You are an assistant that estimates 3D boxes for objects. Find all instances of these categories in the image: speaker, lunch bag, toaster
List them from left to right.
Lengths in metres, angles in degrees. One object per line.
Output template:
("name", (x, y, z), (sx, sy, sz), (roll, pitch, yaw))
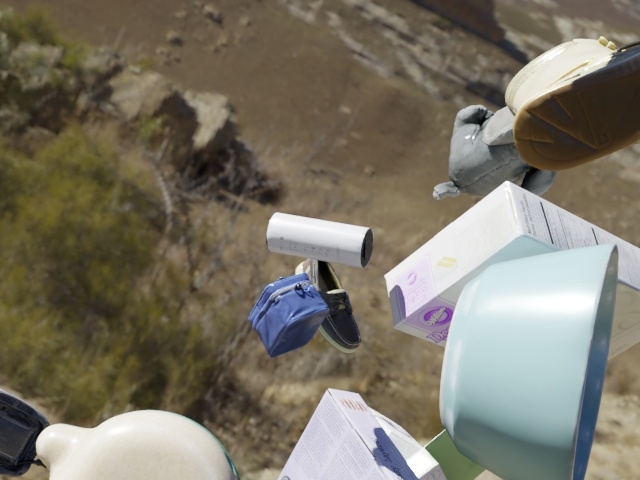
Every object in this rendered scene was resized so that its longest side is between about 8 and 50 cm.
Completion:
("toaster", (-0.564, 0.305, 1.995), (0.146, 0.129, 0.227), (19, -14, 43))
("lunch bag", (-0.040, 0.082, 1.393), (0.067, 0.098, 0.065), (-17, 62, -37))
("speaker", (0.000, 0.000, 1.574), (0.136, 0.055, 0.055), (9, 10, 19))

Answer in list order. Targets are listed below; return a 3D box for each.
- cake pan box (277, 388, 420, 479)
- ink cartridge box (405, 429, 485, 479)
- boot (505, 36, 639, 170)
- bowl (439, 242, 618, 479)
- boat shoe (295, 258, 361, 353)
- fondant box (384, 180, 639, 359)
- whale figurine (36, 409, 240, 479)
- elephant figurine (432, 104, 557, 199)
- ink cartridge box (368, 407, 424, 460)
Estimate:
("cake pan box", (0.033, 0.385, 1.684), (0.070, 0.246, 0.267), (12, 24, -34))
("ink cartridge box", (0.210, 0.412, 2.030), (0.056, 0.235, 0.171), (46, -13, 48))
("boot", (0.298, -0.147, 1.084), (0.203, 0.262, 0.095), (-73, 143, -73))
("bowl", (0.237, 0.144, 1.364), (0.163, 0.312, 0.311), (10, 11, 18))
("boat shoe", (0.014, 0.084, 1.635), (0.056, 0.049, 0.152), (-8, 57, -43))
("fondant box", (0.288, 0.073, 1.605), (0.330, 0.238, 0.096), (24, 43, -32))
("whale figurine", (-0.198, 0.268, 1.090), (0.216, 0.272, 0.141), (60, 1, 9))
("elephant figurine", (0.316, -0.154, 1.852), (0.169, 0.186, 0.239), (9, -9, -32))
("ink cartridge box", (0.101, 0.430, 2.255), (0.100, 0.172, 0.237), (33, -2, -10))
